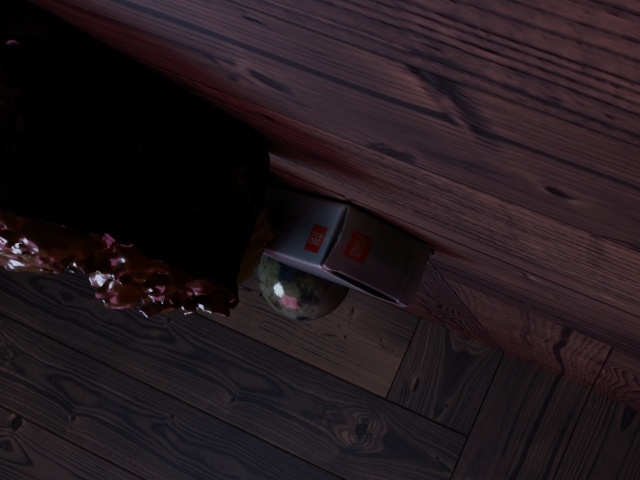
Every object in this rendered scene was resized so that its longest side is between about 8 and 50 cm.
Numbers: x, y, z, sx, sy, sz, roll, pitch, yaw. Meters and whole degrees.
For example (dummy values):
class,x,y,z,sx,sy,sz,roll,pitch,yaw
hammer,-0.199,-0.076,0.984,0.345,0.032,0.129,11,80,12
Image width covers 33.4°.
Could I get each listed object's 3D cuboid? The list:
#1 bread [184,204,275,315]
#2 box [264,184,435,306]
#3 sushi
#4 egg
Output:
class,x,y,z,sx,sy,sz,roll,pitch,yaw
bread,-0.180,-0.020,1.203,0.240,0.139,0.240,23,145,18
box,0.000,0.000,1.257,0.135,0.079,0.269,25,176,-32
sushi,-0.216,-0.057,0.924,0.348,0.207,0.234,24,170,-33
egg,-0.021,0.051,1.613,0.141,0.141,0.181,23,-176,15
